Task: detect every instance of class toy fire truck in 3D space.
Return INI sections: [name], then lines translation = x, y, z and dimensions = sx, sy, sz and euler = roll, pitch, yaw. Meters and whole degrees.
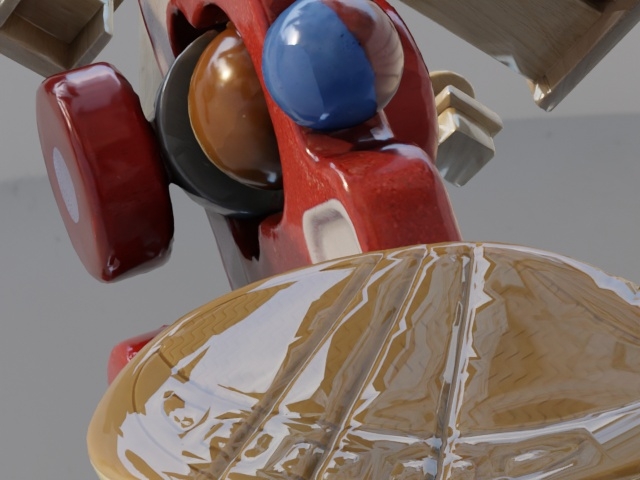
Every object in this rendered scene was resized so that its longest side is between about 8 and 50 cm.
[toy fire truck]
translation = 0.000, 0.000, 0.661
dimensions = 0.169, 0.254, 0.302
euler = -17, -90, -19

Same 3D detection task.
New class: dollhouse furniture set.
[dollhouse furniture set]
translation = 0.025, -0.212, 0.890
dimensions = 0.303, 0.174, 0.355
euler = 28, -58, -28

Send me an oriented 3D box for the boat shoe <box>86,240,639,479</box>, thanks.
[boat shoe]
translation = 0.088, 0.081, 0.434
dimensions = 0.122, 0.341, 0.110
euler = -56, -42, -40
